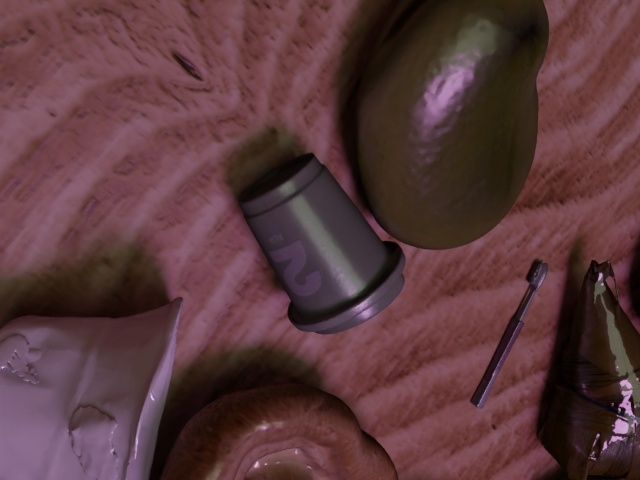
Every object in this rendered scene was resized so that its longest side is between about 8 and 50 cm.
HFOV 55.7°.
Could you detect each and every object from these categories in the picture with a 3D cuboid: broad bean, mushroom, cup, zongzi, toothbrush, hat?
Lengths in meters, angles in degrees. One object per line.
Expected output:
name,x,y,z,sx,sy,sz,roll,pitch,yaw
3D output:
broad bean,0.120,-0.108,0.550,0.189,0.121,0.263,-10,112,-20
mushroom,-0.041,0.260,0.570,0.278,0.146,0.278,-5,99,-32
cup,0.000,0.000,0.530,0.120,0.120,0.141,-34,108,-14
zongzi,0.430,0.168,0.773,0.260,0.123,0.289,4,102,-11
toothbrush,0.230,0.115,0.735,0.017,0.014,0.194,19,97,-30
hat,-0.183,0.125,0.453,0.126,0.203,0.203,13,101,-6
